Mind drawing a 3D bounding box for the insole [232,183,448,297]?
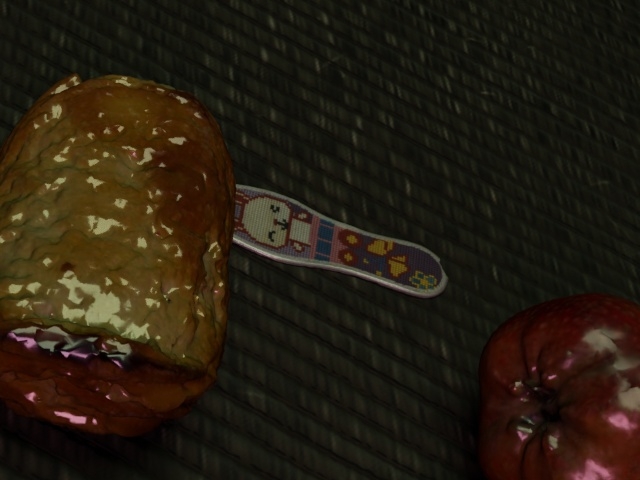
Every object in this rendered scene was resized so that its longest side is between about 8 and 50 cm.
[{"bbox_3d":[0.000,0.000,1.118,0.197,0.004,0.065,19,43,-8],"label":"insole"}]

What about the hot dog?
[{"bbox_3d":[-0.135,0.011,0.968,0.175,0.114,0.259,15,42,-6],"label":"hot dog"}]

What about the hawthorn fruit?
[{"bbox_3d":[0.199,0.117,1.017,0.203,0.162,0.162,11,42,-42],"label":"hawthorn fruit"}]
